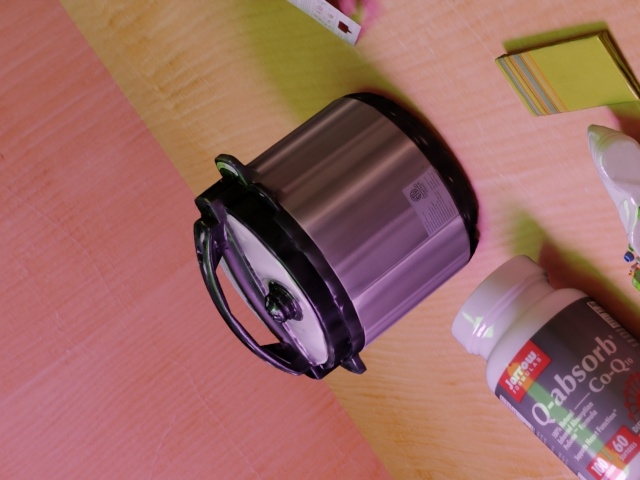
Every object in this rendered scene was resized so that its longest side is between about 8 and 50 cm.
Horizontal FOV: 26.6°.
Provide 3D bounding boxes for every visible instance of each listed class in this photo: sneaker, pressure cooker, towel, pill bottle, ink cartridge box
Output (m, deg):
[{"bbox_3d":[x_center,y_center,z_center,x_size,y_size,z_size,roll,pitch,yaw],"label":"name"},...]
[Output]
[{"bbox_3d":[0.401,-0.064,1.729,0.212,0.080,0.094,59,-179,-28],"label":"sneaker"},{"bbox_3d":[0.002,-0.001,2.225,0.370,0.420,0.375,45,161,20],"label":"pressure cooker"},{"bbox_3d":[0.315,-0.210,1.728,0.102,0.021,0.237,52,162,-15],"label":"towel"},{"bbox_3d":[0.380,0.204,2.025,0.363,0.210,0.210,44,160,22],"label":"pill bottle"},{"bbox_3d":[-0.027,-0.401,2.097,0.232,0.066,0.189,30,178,-1],"label":"ink cartridge box"}]

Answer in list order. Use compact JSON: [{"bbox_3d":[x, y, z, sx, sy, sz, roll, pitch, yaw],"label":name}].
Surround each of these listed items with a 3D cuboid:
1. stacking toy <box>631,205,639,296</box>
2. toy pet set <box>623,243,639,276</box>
[{"bbox_3d":[0.488,0.044,1.655,0.221,0.052,0.167,26,151,23],"label":"stacking toy"},{"bbox_3d":[0.441,0.046,1.818,0.114,0.065,0.122,45,161,22],"label":"toy pet set"}]
